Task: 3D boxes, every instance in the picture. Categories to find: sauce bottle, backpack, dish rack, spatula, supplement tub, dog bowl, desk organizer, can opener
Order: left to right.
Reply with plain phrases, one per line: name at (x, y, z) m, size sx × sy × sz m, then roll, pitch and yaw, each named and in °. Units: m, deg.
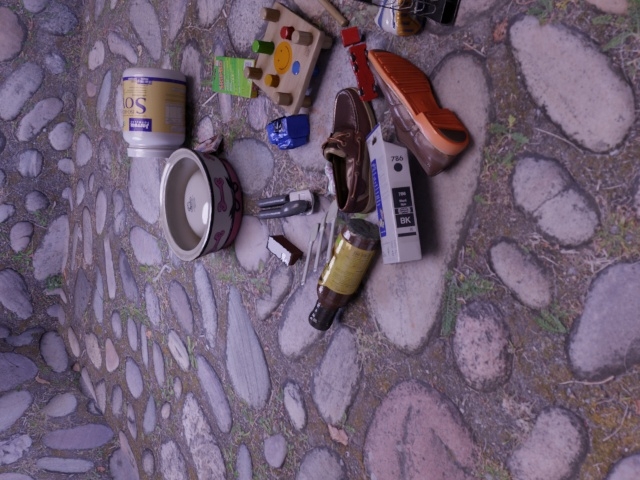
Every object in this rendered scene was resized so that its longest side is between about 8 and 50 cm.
supplement tub at (-0.646, -0.491, 2.336) m, size 0.241 × 0.241 × 0.332 m, roll 12°, pitch 102°, yaw 49°
dog bowl at (-0.434, -0.132, 2.184) m, size 0.407 × 0.150 × 0.408 m, roll 8°, pitch 100°, yaw 50°
can opener at (-0.124, -0.107, 1.849) m, size 0.283 × 0.095 × 0.076 m, roll -4°, pitch 90°, yaw 50°
desk organizer at (-0.113, 0.030, 1.884) m, size 0.130 × 0.050 × 0.047 m, roll 37°, pitch 121°, yaw 42°
backpack at (-0.105, -0.324, 1.806) m, size 0.120 × 0.097 × 0.101 m, roll -2°, pitch 95°, yaw 50°
spatula at (0.000, 0.000, 1.673) m, size 0.168 × 0.019 × 0.242 m, roll -43°, pitch 26°, yaw 40°
sauce bottle at (0.055, 0.103, 1.640) m, size 0.111 × 0.111 × 0.345 m, roll 48°, pitch 126°, yaw 37°
dish rack at (0.189, -0.596, 1.300) m, size 0.074 × 0.271 × 0.208 m, roll 38°, pitch 122°, yaw 57°

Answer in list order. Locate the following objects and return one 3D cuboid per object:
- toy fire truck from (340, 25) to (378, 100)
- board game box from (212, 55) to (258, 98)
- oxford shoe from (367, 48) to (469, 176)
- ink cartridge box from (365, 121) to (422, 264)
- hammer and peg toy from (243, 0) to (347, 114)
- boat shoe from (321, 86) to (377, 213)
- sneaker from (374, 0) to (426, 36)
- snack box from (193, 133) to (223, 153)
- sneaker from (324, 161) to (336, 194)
toy fire truck at (0.100, -0.458, 1.557) m, size 0.135 × 0.047 × 0.192 m, roll -100°, pitch -6°, yaw -76°
board game box at (-0.295, -0.565, 2.064) m, size 0.259 × 0.039 × 0.124 m, roll 22°, pitch 110°, yaw 45°
oxford shoe at (0.199, -0.310, 1.421) m, size 0.364 × 0.129 × 0.133 m, roll 63°, pitch 143°, yaw 28°
ink cartridge box at (0.176, -0.110, 1.455) m, size 0.165 × 0.065 × 0.333 m, roll 155°, pitch 107°, yaw -83°
hammer and peg toy at (-0.081, -0.575, 1.729) m, size 0.266 × 0.127 × 0.362 m, roll 48°, pitch 127°, yaw 37°
boat shoe at (0.069, -0.239, 1.582) m, size 0.123 × 0.123 × 0.342 m, roll -4°, pitch 90°, yaw 50°
sneaker at (0.190, -0.640, 1.411) m, size 0.131 × 0.111 × 0.297 m, roll 33°, pitch 115°, yaw 50°
snack box at (-0.426, -0.346, 2.230) m, size 0.178 × 0.022 × 0.064 m, roll -9°, pitch 54°, yaw 50°
sneaker at (0.050, -0.181, 1.681) m, size 0.069 × 0.038 × 0.098 m, roll -7°, pitch 97°, yaw 49°
